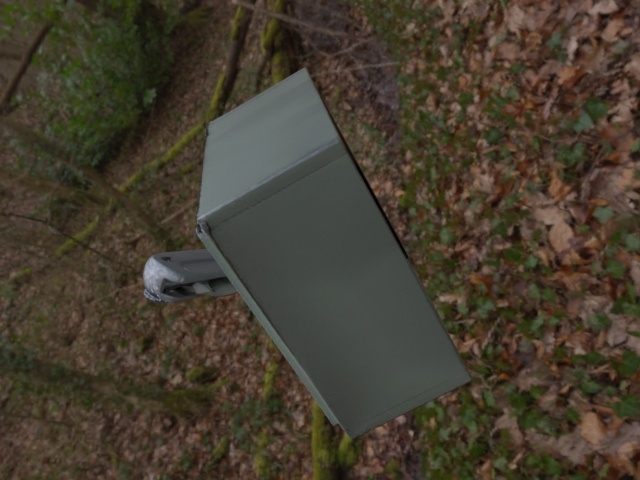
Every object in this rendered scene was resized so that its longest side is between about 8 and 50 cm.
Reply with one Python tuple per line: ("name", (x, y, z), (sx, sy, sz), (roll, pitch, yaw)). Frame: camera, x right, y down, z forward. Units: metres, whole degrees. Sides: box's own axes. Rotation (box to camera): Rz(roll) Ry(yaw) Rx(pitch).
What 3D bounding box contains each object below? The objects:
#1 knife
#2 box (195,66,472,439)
("knife", (-0.080, 0.033, 0.686), (0.073, 0.265, 0.040), (21, 105, 30))
("box", (0.000, 0.000, 0.526), (0.117, 0.225, 0.225), (-28, 27, 7))
